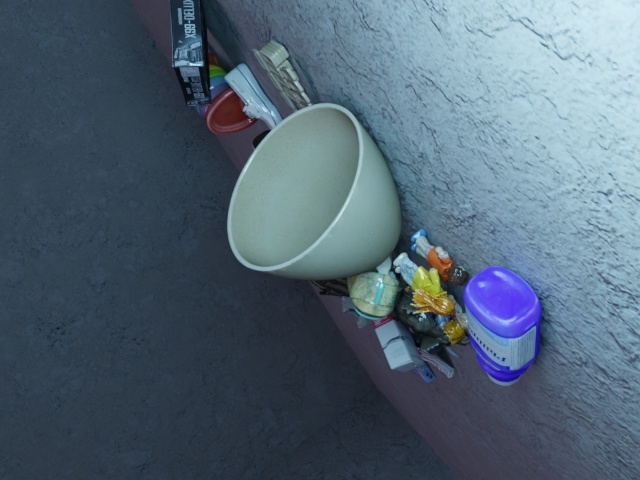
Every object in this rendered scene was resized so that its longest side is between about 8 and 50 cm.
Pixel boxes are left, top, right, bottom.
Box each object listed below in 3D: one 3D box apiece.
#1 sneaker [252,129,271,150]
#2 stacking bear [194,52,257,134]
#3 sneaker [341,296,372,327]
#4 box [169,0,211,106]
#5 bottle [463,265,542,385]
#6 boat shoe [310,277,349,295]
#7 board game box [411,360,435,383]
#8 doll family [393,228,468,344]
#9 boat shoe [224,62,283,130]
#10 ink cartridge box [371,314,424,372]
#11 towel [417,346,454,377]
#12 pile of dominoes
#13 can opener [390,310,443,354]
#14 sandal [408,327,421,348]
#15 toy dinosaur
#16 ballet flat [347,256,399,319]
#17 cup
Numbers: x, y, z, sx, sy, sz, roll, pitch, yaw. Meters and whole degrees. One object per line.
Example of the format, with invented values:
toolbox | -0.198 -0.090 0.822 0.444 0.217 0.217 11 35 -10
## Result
sneaker | -0.101 -0.220 1.702 0.290 0.106 0.123 43 163 49
stacking bear | -0.339 -0.481 1.882 0.289 0.164 0.175 56 173 27
sneaker | 0.104 0.183 2.085 0.262 0.121 0.099 53 170 15
box | -0.343 -0.523 1.615 0.307 0.077 0.242 142 124 -82
bottle | 0.301 0.157 0.999 0.118 0.092 0.282 47 169 36
boat shoe | 0.047 0.100 1.820 0.355 0.130 0.132 43 -146 -61
board game box | 0.294 0.373 2.056 0.211 0.039 0.160 56 171 -10
doll family | 0.223 0.117 1.183 0.163 0.118 0.263 49 170 41
boat shoe | -0.181 -0.372 1.662 0.226 0.076 0.083 56 172 -6
ink cartridge box | 0.204 0.268 1.602 0.109 0.063 0.150 31 -146 -57
towel | 0.279 0.323 1.734 0.144 0.029 0.197 34 174 -28
pile of dominoes | -0.043 -0.320 1.324 0.196 0.040 0.251 45 175 46
can opener | 0.224 0.199 1.572 0.283 0.095 0.076 60 171 -29
sandal | 0.242 0.253 1.828 0.219 0.060 0.090 28 170 39
toy dinosaur | 0.204 0.144 1.403 0.313 0.121 0.160 45 155 29
ballet flat | 0.105 0.049 1.338 0.123 0.123 0.348 58 -173 -21
cup | 0.020 -0.058 1.151 0.237 0.331 0.331 29 -170 -41
